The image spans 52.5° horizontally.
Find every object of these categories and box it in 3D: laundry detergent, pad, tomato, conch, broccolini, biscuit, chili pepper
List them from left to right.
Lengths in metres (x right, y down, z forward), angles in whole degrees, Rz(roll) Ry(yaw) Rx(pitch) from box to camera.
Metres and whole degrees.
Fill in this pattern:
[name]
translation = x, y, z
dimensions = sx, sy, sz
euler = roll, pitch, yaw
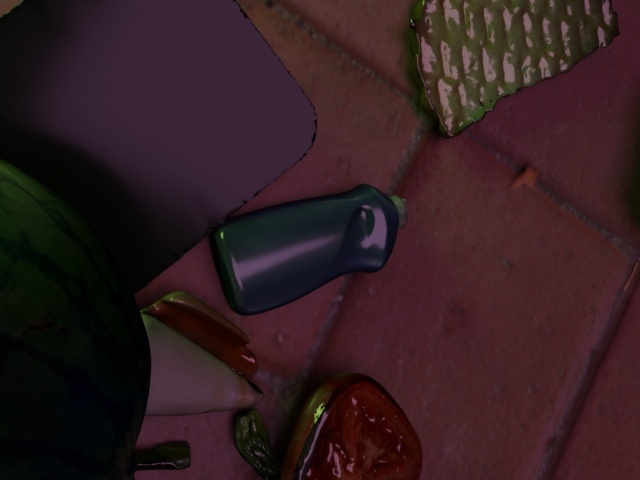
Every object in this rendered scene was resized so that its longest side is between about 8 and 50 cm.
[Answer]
[broccolini]
translation = -0.239, 0.213, 0.561
dimensions = 0.254, 0.057, 0.071
euler = -4, 136, -17
[pad]
translation = -0.229, -0.103, 0.570
dimensions = 0.375, 0.063, 0.315
euler = -38, 106, -4
[conch]
translation = -0.118, 0.109, 0.582
dimensions = 0.176, 0.094, 0.104
euler = 13, 48, -24
[chili pepper]
translation = -0.060, 0.204, 0.639
dimensions = 0.034, 0.030, 0.091
euler = -39, 108, -41
[laundry detergent]
translation = 0.000, 0.000, 0.637
dimensions = 0.206, 0.061, 0.097
euler = -19, 90, -20
[tomato]
translation = 0.010, 0.223, 0.629
dimensions = 0.174, 0.082, 0.166
euler = -52, 122, -25
[biscuit]
translation = 0.200, -0.247, 0.715
dimensions = 0.273, 0.036, 0.187
euler = -28, 101, -17

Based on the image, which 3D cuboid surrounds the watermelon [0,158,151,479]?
[watermelon]
translation = -0.282, 0.089, 0.390
dimensions = 0.363, 0.363, 0.363
euler = -1, 92, -20
